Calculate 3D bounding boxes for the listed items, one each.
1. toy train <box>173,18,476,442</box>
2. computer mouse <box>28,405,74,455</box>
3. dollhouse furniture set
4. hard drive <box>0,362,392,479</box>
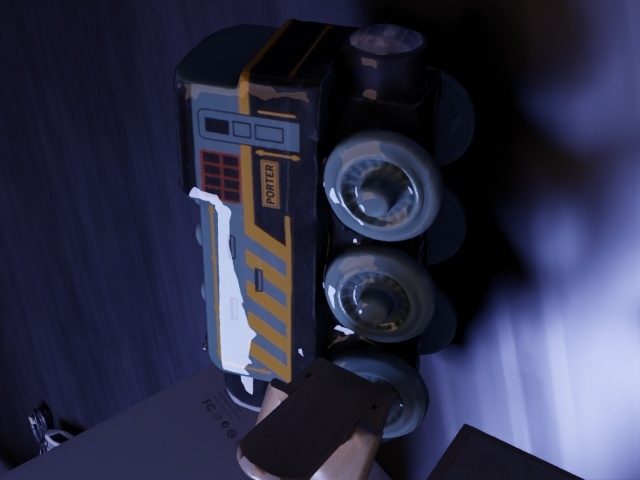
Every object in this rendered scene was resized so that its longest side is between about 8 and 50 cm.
[{"bbox_3d":[0.000,0.000,0.768,0.190,0.142,0.334,11,127,15],"label":"toy train"},{"bbox_3d":[-0.380,0.315,1.628,0.193,0.042,0.106,15,119,55],"label":"computer mouse"},{"bbox_3d":[0.041,0.308,0.688,0.303,0.174,0.355,25,113,16],"label":"dollhouse furniture set"},{"bbox_3d":[-0.112,0.230,0.952,0.210,0.318,0.040,47,143,24],"label":"hard drive"}]
